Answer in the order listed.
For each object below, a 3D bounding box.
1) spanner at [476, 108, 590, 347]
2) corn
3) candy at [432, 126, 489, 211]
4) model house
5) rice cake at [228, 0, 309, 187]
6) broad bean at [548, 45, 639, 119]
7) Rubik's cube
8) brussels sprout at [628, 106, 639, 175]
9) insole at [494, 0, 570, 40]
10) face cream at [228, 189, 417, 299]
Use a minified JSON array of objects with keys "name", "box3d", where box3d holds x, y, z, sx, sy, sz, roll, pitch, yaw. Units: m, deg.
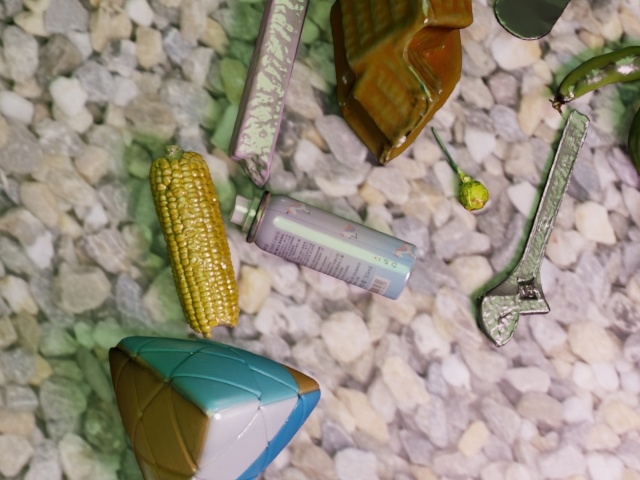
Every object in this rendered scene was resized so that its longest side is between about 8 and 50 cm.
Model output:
[{"name":"spanner","box3d":[0.279,-0.016,1.407,0.093,0.026,0.326,21,80,-3]},{"name":"corn","box3d":[-0.150,-0.002,1.329,0.080,0.080,0.238,-16,86,-8]},{"name":"candy","box3d":[0.172,-0.091,1.404,0.035,0.035,0.123,-27,78,-19]},{"name":"model house","box3d":[0.110,-0.245,1.305,0.173,0.239,0.268,-8,83,-8]},{"name":"rice cake","box3d":[-0.052,-0.248,1.375,0.056,0.072,0.365,14,84,-7]},{"name":"broad bean","box3d":[0.398,-0.215,1.435,0.226,0.039,0.069,-18,80,-7]},{"name":"Rubik's cube","box3d":[-0.097,0.186,1.247,0.254,0.254,0.255,1,84,-6]},{"name":"brussels sprout","box3d":[0.475,-0.114,1.390,0.183,0.131,0.145,39,59,0]},{"name":"insole","box3d":[0.349,-0.407,1.466,0.119,0.009,0.348,37,81,0]},{"name":"face cream","box3d":[0.000,0.000,1.347,0.229,0.075,0.075,21,82,-4]}]
